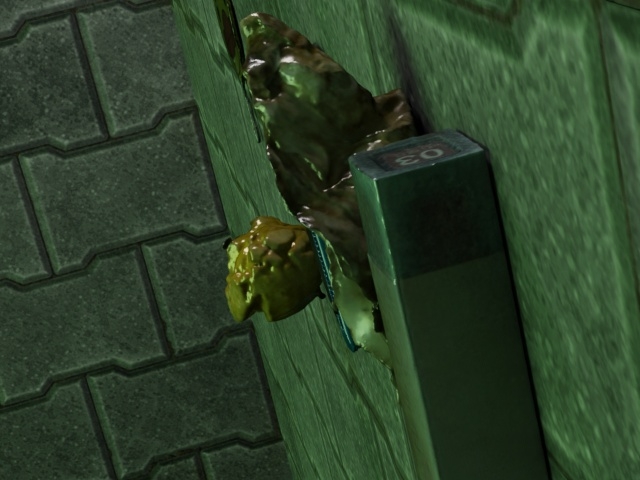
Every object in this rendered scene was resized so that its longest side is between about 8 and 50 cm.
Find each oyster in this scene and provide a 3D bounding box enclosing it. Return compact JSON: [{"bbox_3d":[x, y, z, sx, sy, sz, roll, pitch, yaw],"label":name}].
[{"bbox_3d":[0.039,-0.014,0.976,0.166,0.110,0.341,54,-164,-81],"label":"oyster"}]

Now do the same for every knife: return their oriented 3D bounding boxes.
[{"bbox_3d":[-0.008,-0.028,1.355,0.044,0.026,0.296,136,118,-75],"label":"knife"}]

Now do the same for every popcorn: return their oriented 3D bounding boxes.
[{"bbox_3d":[-0.064,0.040,1.768,0.152,0.148,0.167,41,133,12],"label":"popcorn"}]

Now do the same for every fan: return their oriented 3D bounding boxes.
[{"bbox_3d":[-0.142,-0.318,2.118,0.229,0.011,0.335,157,97,-83],"label":"fan"}]

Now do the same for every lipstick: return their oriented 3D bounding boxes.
[{"bbox_3d":[0.100,0.116,0.894,0.076,0.080,0.371,-131,25,-70],"label":"lipstick"}]

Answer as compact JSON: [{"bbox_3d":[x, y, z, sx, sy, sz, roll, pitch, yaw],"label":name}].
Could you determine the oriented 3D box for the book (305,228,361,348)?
[{"bbox_3d":[0.000,0.000,1.530,0.160,0.024,0.228,-112,4,-75],"label":"book"}]
